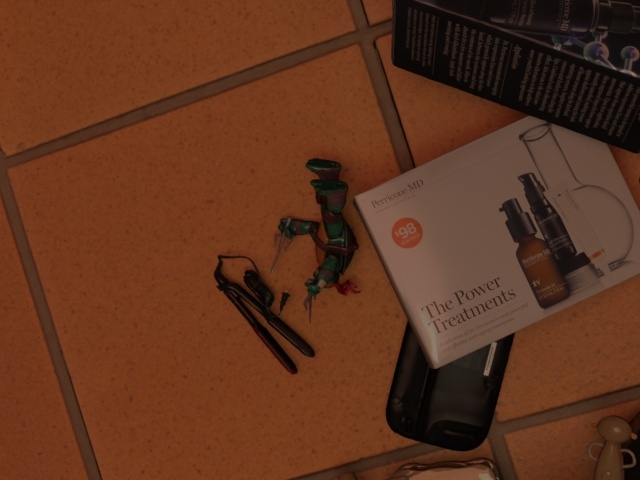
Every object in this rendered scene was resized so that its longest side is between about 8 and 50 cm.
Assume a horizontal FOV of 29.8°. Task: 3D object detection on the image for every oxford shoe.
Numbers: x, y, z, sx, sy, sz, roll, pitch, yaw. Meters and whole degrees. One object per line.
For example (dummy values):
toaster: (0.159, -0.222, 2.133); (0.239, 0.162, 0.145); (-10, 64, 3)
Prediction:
oxford shoe: (0.488, 0.285, 1.822); (0.076, 0.076, 0.212); (42, 87, -19)

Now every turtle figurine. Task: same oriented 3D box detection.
turtle figurine: (0.000, 0.000, 1.888); (0.118, 0.175, 0.234); (-7, 120, -25)

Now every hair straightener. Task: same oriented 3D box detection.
hair straightener: (-0.086, 0.104, 1.951); (0.089, 0.047, 0.230); (-42, 79, 10)

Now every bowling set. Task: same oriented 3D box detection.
bowling set: (0.546, 0.300, 1.733); (0.287, 0.200, 0.154); (11, 110, 28)

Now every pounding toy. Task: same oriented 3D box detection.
pounding toy: (0.162, 0.425, 1.848); (0.270, 0.155, 0.154); (-7, 86, 12)

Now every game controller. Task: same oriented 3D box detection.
game controller: (0.212, 0.169, 1.886); (0.167, 0.067, 0.319); (13, 95, -3)

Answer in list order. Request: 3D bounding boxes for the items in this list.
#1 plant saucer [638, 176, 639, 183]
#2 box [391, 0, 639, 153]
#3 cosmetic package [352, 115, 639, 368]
plant saucer: (0.652, -0.123, 1.782); (0.259, 0.048, 0.258); (34, 98, 9)
box: (0.335, -0.349, 1.709); (0.396, 0.212, 0.293); (21, 72, 9)
cosmetic package: (0.276, -0.014, 1.801); (0.377, 0.097, 0.284); (-25, 84, -2)
